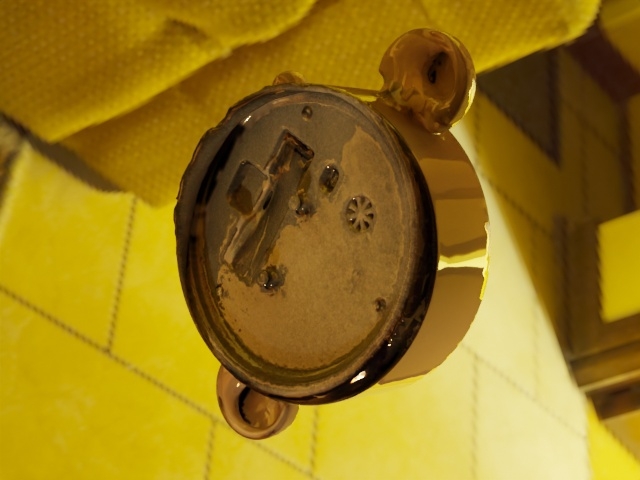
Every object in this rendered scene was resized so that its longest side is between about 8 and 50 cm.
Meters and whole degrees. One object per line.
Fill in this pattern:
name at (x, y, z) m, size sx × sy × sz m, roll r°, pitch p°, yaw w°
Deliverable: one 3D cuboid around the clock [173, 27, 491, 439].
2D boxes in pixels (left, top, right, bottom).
clock at (0.000, 0.000, 0.709) m, size 0.155 × 0.229 × 0.063 m, roll 40°, pitch 22°, yaw 27°
